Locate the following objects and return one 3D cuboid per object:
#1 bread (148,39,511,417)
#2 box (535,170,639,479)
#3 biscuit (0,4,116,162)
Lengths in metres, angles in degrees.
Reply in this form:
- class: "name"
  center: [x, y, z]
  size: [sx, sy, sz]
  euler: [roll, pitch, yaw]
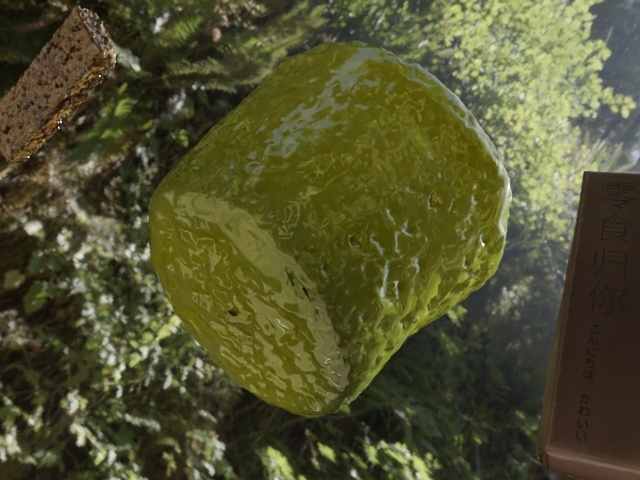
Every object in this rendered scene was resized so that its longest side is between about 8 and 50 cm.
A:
- class: "bread"
  center: [0.000, 0.000, 0.742]
  size: [0.348, 0.307, 0.348]
  euler: [28, -34, 21]
- class: "box"
  center: [0.264, 0.067, 0.439]
  size: [0.215, 0.215, 0.086]
  euler: [5, -31, 24]
- class: "biscuit"
  center: [-0.287, -0.158, 0.723]
  size: [0.199, 0.034, 0.064]
  euler: [-35, -96, 30]
